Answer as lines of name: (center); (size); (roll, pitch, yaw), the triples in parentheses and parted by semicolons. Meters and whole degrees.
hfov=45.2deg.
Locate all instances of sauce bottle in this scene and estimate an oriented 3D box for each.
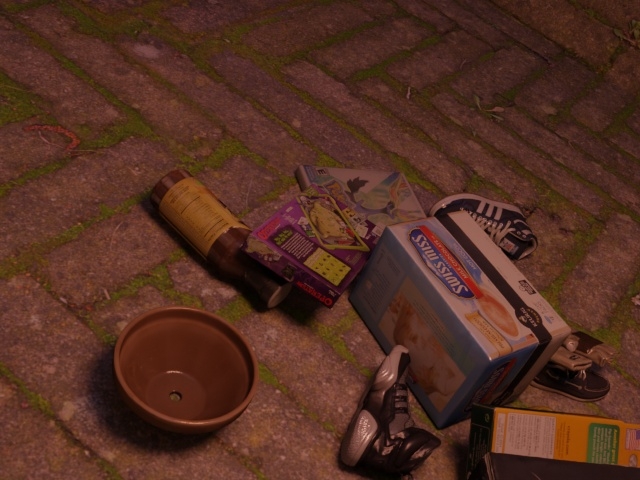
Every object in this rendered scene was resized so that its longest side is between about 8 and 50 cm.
sauce bottle: (-0.197, -0.001, 1.547); (0.344, 0.111, 0.111); (43, 43, 17)

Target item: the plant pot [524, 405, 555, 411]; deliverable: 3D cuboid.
plant pot: (0.412, 0.370, 1.468); (0.134, 0.095, 0.134); (14, 41, -13)

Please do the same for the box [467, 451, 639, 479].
box: (0.437, 0.589, 1.048); (0.479, 0.297, 0.472); (8, 41, -6)

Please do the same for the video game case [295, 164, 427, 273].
video game case: (0.123, -0.052, 1.820); (0.299, 0.036, 0.329); (2, 45, -26)

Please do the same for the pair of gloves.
pair of gloves: (0.513, 0.224, 1.658); (0.204, 0.042, 0.240); (26, 20, 40)

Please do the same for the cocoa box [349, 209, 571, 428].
cocoa box: (0.261, 0.146, 1.525); (0.227, 0.231, 0.347); (-11, 51, -34)

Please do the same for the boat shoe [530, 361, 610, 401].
boat shoe: (0.539, 0.291, 1.643); (0.206, 0.065, 0.075); (13, 42, -15)

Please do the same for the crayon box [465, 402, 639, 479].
crayon box: (0.416, 0.407, 1.360); (0.322, 0.083, 0.203); (10, 82, -18)

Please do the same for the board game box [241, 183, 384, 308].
board game box: (0.000, 0.000, 1.579); (0.208, 0.056, 0.347); (37, 28, 4)

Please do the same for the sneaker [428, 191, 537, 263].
sneaker: (0.411, -0.027, 1.895); (0.282, 0.099, 0.153); (6, 42, -26)

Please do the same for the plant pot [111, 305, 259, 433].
plant pot: (-0.230, 0.231, 1.276); (0.237, 0.110, 0.237); (15, 42, -14)

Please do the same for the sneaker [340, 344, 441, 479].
sneaker: (0.146, 0.319, 1.388); (0.153, 0.101, 0.269); (29, 46, 3)
